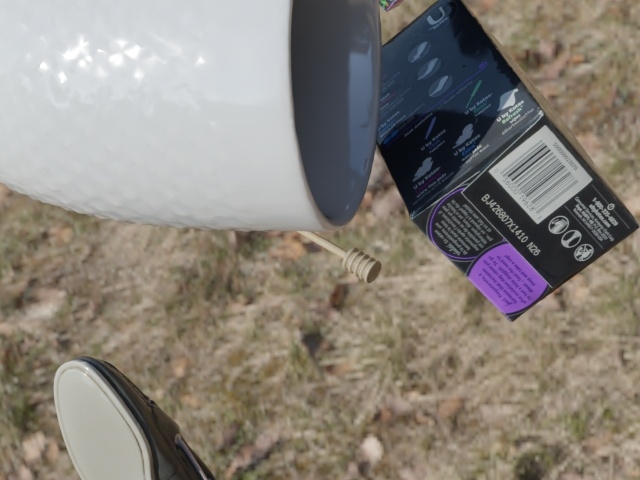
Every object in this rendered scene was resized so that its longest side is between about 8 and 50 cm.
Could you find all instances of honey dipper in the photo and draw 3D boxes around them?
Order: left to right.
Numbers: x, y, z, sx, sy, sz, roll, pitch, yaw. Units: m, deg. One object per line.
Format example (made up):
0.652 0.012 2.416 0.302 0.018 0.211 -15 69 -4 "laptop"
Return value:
0.000 0.000 1.579 0.161 0.030 0.030 31 52 25 "honey dipper"

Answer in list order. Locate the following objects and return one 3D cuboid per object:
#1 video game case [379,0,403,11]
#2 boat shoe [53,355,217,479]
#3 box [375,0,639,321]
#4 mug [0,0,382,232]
0.096 -0.457 1.795 0.210 0.232 0.042 51 43 6 "video game case"
-0.173 0.260 1.459 0.112 0.335 0.095 -24 10 34 "boat shoe"
0.147 -0.084 1.224 0.143 0.165 0.270 -39 32 12 "box"
-0.136 -0.194 1.120 0.328 0.276 0.374 1 79 16 "mug"
